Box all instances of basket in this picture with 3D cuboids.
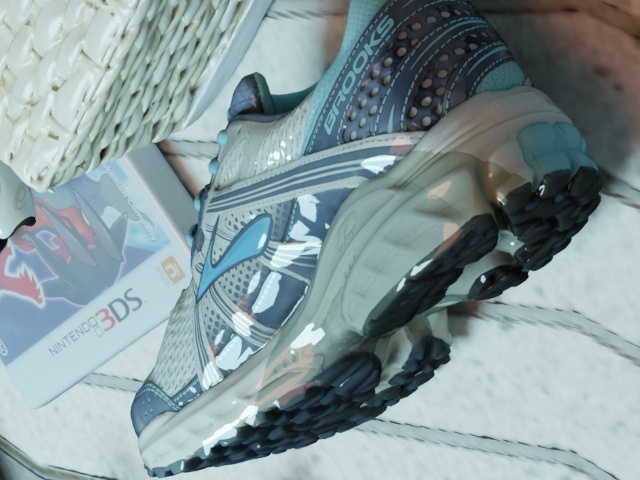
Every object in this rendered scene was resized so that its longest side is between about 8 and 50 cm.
[{"bbox_3d":[-0.088,-0.115,0.765,0.113,0.103,0.167,45,136,11],"label":"basket"}]

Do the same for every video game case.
[{"bbox_3d":[-0.148,-0.032,0.931,0.183,0.023,0.201,-34,89,48],"label":"video game case"}]

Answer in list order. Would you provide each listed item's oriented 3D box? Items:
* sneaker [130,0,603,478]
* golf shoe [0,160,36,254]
[{"bbox_3d":[0.000,0.000,0.777,0.283,0.110,0.122,-44,64,45],"label":"sneaker"},{"bbox_3d":[-0.206,-0.007,0.927,0.198,0.077,0.094,-29,94,49],"label":"golf shoe"}]
